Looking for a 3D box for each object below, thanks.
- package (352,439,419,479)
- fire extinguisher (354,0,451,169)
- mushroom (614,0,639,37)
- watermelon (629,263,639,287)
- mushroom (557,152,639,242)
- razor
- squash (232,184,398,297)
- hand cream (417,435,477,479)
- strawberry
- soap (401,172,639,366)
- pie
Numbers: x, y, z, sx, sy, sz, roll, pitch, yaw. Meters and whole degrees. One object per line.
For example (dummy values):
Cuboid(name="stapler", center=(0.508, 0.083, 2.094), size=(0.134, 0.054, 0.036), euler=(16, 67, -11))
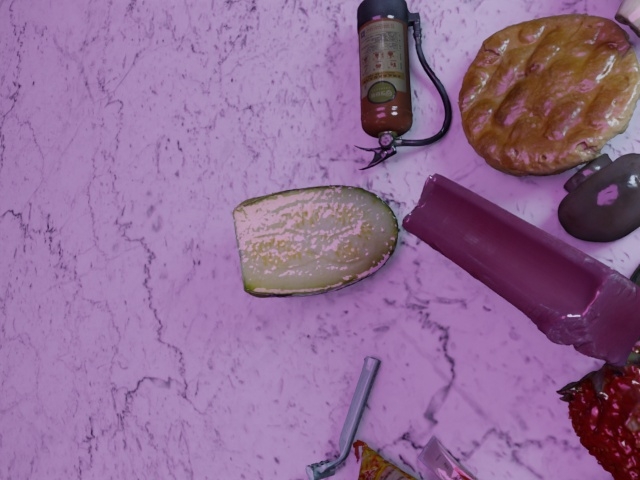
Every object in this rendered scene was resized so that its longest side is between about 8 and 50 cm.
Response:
Cuboid(name="package", center=(0.153, 0.540, 1.075), size=(0.288, 0.108, 0.223), euler=(6, 82, 40))
Cuboid(name="fire extinguisher", center=(0.168, -0.342, 1.196), size=(0.200, 0.113, 0.376), euler=(-5, 80, 32))
Cuboid(name="mushroom", center=(0.567, -0.439, 0.884), size=(0.234, 0.254, 0.260), euler=(-54, 17, 6))
Cuboid(name="watermelon", center=(0.578, 0.079, 0.912), size=(0.158, 0.121, 0.098), euler=(20, 115, -10))
Cuboid(name="mushroom", center=(0.501, -0.078, 0.951), size=(0.188, 0.117, 0.141), euler=(-41, 75, 16))
Cuboid(name="razor", center=(0.064, 0.381, 1.180), size=(0.056, 0.111, 0.278), euler=(25, 88, 29))
Cuboid(name="squash", center=(0.000, 0.000, 1.200), size=(0.309, 0.210, 0.233), euler=(-6, 92, 37))
Cuboid(name="hand cream", center=(0.279, 0.470, 1.054), size=(0.052, 0.038, 0.216), euler=(-44, 55, -11))
Cuboid(name="strawberry", center=(0.535, 0.308, 0.850), size=(0.233, 0.138, 0.306), euler=(-43, 61, 19))
Cuboid(name="soap", center=(0.331, 0.042, 0.911), size=(0.128, 0.233, 0.359), euler=(-58, 42, 9))
Cuboid(name="pie", center=(0.414, -0.270, 1.028), size=(0.339, 0.083, 0.339), euler=(-13, 67, 32))
